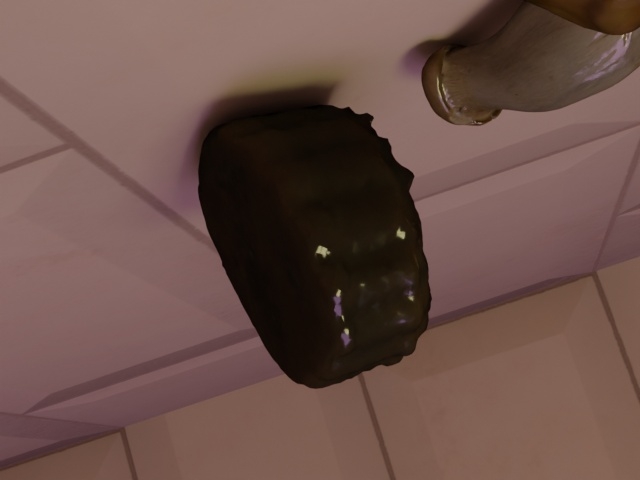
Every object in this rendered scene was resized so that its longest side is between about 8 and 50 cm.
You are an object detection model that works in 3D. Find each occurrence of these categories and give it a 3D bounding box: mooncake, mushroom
[{"bbox_3d":[0.000,0.000,0.916,0.124,0.228,0.228,-21,168,-22],"label":"mooncake"},{"bbox_3d":[0.171,-0.143,0.845,0.212,0.088,0.097,-24,-162,46],"label":"mushroom"}]

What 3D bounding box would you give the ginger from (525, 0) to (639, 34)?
[{"bbox_3d":[0.057,-0.173,0.331,0.269,0.200,0.223,-12,147,-17],"label":"ginger"}]
